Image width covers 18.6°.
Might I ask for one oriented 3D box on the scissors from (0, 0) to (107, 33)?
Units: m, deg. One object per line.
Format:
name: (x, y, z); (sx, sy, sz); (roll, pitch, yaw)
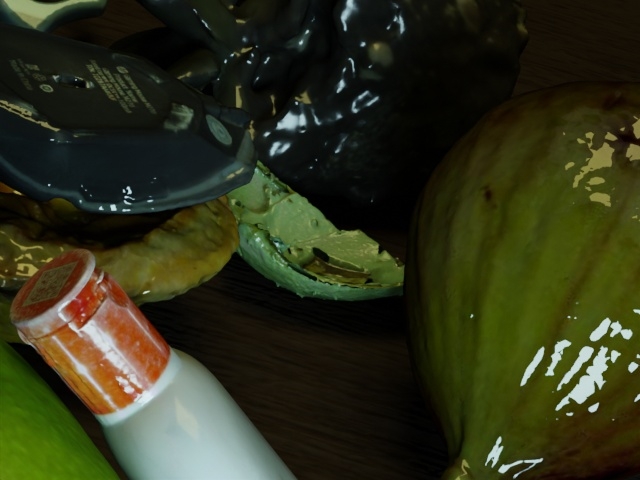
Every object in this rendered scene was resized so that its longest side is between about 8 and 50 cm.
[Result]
scissors: (-0.235, -0.308, 1.547); (0.191, 0.029, 0.360); (15, 55, -6)

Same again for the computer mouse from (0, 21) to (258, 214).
computer mouse: (-0.121, -0.055, 0.995); (0.192, 0.062, 0.106); (8, 31, -36)

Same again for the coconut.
coconut: (-0.001, 0.003, 1.181); (0.158, 0.055, 0.133); (27, 28, 30)

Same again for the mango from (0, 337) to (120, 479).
mango: (-0.167, 0.105, 0.733); (0.343, 0.156, 0.192); (31, 28, 22)

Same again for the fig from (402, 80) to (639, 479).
fig: (0.103, 0.063, 0.994); (0.217, 0.217, 0.321); (25, 51, 24)

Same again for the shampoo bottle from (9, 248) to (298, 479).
shampoo bottle: (-0.043, 0.095, 0.790); (0.221, 0.051, 0.108); (53, 2, -27)

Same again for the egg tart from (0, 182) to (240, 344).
egg tart: (-0.163, -0.013, 1.062); (0.241, 0.106, 0.241); (16, 24, -7)

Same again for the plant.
plant: (-0.013, -0.131, 1.309); (0.276, 0.188, 0.199); (9, 23, -12)
